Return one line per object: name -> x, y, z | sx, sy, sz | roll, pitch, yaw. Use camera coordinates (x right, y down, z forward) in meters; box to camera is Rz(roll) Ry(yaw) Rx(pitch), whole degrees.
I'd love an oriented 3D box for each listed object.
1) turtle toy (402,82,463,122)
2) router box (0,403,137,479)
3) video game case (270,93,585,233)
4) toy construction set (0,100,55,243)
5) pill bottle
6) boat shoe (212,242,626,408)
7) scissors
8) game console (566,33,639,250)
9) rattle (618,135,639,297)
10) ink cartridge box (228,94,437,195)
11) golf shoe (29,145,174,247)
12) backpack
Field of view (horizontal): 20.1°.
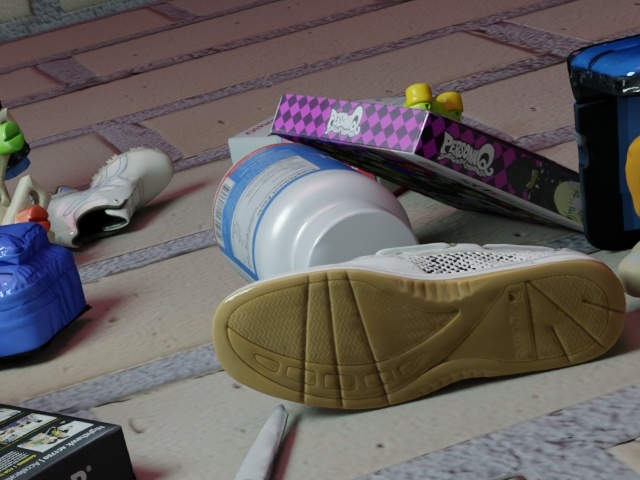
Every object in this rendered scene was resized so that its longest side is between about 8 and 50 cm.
turtle toy -> 0.104, -0.089, 1.685 | 0.066, 0.095, 0.130 | -18, -16, 35
router box -> -0.228, 0.165, 1.156 | 0.133, 0.046, 0.179 | 4, 23, 43
video game case -> 0.102, -0.062, 1.472 | 0.210, 0.042, 0.232 | 21, -3, -31
toy construction set -> -0.393, -0.037, 1.750 | 0.327, 0.151, 0.215 | -4, 29, 25
pill bottle -> 0.000, 0.000, 1.401 | 0.124, 0.124, 0.221 | -17, 18, -14
boat shoe -> 0.065, 0.051, 1.242 | 0.277, 0.098, 0.096 | -4, 16, -2
scissors -> -0.057, 0.160, 1.086 | 0.109, 0.021, 0.297 | -15, 18, -2
game console -> 0.339, -0.083, 1.286 | 0.293, 0.173, 0.250 | -14, 10, -2
rattle -> 0.297, -0.039, 1.290 | 0.199, 0.143, 0.130 | -27, 7, -25
ink cartridge box -> 0.017, -0.088, 1.774 | 0.175, 0.072, 0.127 | 1, 22, 37
golf shoe -> -0.205, -0.034, 1.814 | 0.176, 0.069, 0.086 | -30, 40, -32
backpack -> -0.264, 0.046, 1.494 | 0.098, 0.101, 0.120 | -15, 18, 18
